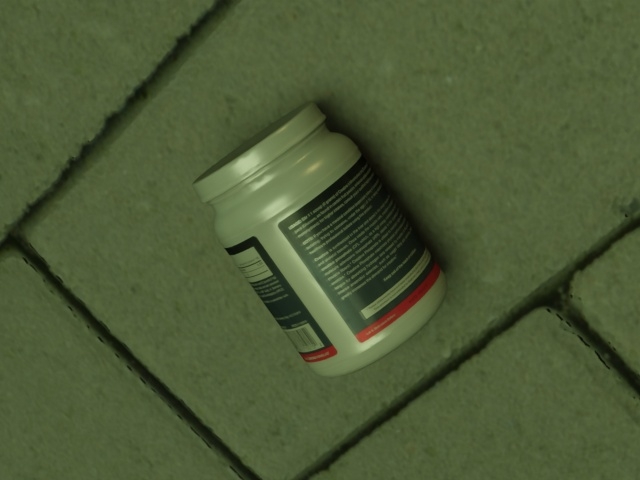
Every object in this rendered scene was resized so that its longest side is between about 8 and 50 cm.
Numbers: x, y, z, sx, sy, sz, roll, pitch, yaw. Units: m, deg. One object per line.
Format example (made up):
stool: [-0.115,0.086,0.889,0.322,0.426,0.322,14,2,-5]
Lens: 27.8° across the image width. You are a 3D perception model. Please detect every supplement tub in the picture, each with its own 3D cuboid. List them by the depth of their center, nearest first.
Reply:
supplement tub: [0.000,0.000,1.465,0.191,0.191,0.272,-30,100,27]
